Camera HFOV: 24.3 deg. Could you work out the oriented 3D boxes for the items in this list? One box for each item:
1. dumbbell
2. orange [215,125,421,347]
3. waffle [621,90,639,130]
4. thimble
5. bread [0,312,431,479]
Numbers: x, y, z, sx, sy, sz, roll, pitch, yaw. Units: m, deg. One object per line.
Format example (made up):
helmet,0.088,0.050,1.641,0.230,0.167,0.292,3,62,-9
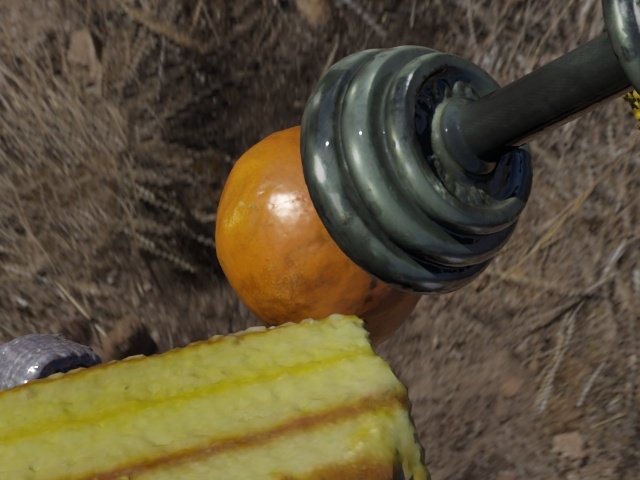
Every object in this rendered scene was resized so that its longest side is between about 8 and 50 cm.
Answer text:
dumbbell,0.093,-0.058,0.572,0.110,0.254,0.110,20,59,-36
orange,0.000,0.000,1.780,0.226,0.284,0.284,-38,79,18
waffle,0.385,-0.143,1.612,0.070,0.197,0.193,-40,76,22
thimble,-0.331,0.185,1.773,0.098,0.150,0.150,17,74,40
bread,-0.054,0.157,0.533,0.184,0.234,0.110,-12,36,-15
